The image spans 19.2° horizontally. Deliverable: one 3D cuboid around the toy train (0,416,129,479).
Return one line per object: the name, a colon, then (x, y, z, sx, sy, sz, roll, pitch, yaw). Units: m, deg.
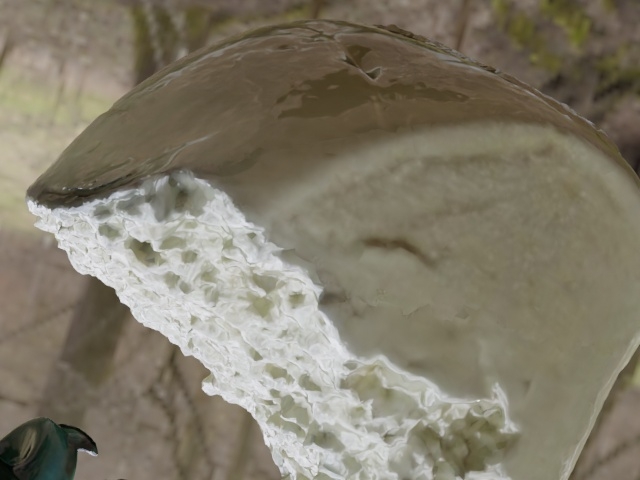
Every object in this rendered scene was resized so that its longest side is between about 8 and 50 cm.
toy train: (-0.149, 0.108, 0.604, 0.112, 0.163, 0.203, 41, 171, -20)

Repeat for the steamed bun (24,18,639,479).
steamed bun: (0.000, 0.000, 0.973, 0.272, 0.273, 0.290, 39, 169, -38)
